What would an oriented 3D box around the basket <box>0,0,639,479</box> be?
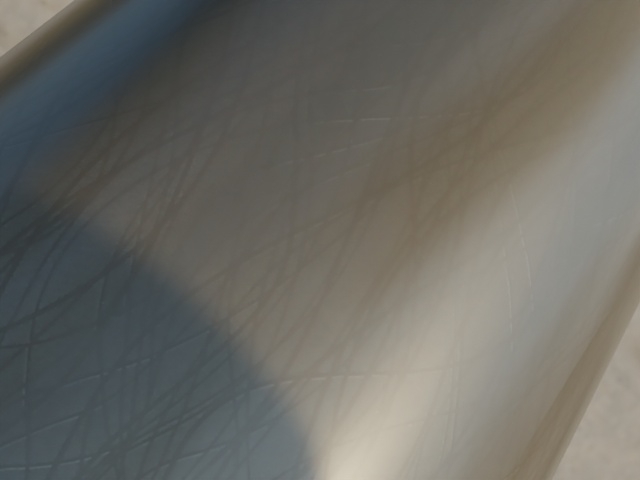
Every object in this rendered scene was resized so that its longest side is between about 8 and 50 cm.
[{"bbox_3d":[0.000,0.000,0.456,0.204,0.227,0.154,48,-23,-23],"label":"basket"}]
